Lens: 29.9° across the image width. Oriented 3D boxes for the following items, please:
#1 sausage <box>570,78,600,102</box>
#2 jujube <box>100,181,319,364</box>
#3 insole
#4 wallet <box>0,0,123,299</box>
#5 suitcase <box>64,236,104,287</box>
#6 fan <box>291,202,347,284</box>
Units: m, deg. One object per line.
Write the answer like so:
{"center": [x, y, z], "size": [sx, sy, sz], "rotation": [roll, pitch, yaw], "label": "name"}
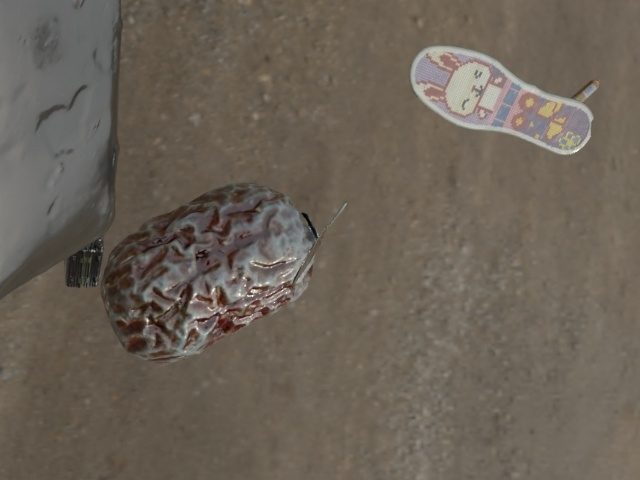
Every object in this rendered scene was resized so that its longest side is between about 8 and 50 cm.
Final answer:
{"center": [0.307, -0.166, 1.467], "size": [0.100, 0.015, 0.015], "rotation": [-41, 117, -12], "label": "sausage"}
{"center": [-0.161, 0.042, 1.728], "size": [0.317, 0.226, 0.226], "rotation": [-26, 107, -8], "label": "jujube"}
{"center": [0.159, -0.118, 1.041], "size": [0.197, 0.004, 0.065], "rotation": [19, 106, -26], "label": "insole"}
{"center": [-0.263, -0.118, 1.129], "size": [0.197, 0.051, 0.377], "rotation": [-38, 149, -42], "label": "wallet"}
{"center": [-0.377, 0.013, 1.896], "size": [0.059, 0.126, 0.086], "rotation": [1, 51, -16], "label": "suitcase"}
{"center": [0.000, 0.000, 1.446], "size": [0.005, 0.085, 0.133], "rotation": [31, 60, 4], "label": "fan"}
